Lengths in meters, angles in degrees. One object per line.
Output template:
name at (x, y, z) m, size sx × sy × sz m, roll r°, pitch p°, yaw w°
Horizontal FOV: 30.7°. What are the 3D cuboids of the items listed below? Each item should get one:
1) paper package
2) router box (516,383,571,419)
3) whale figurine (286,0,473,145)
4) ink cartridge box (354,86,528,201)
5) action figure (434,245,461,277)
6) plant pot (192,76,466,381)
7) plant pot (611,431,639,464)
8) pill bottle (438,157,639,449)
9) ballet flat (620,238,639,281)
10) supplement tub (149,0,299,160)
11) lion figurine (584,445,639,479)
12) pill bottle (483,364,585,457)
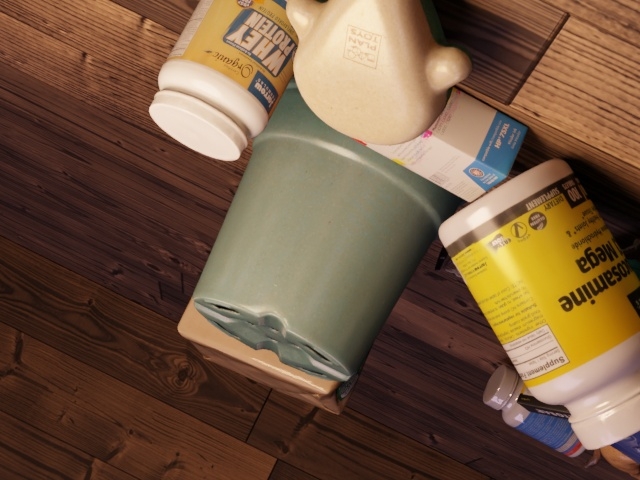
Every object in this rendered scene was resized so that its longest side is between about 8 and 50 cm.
paper package at (-0.040, 0.091, 2.031) m, size 0.309 × 0.325 × 0.168 m, roll 20°, pitch 163°, yaw 17°
router box at (0.456, 0.257, 2.115) m, size 0.046 × 0.133 × 0.179 m, roll 36°, pitch 161°, yaw -31°
whale figurine at (0.071, -0.234, 1.255) m, size 0.216 × 0.141 × 0.272 m, roll 22°, pitch 139°, yaw 16°
ink cartridge box at (0.127, -0.147, 1.471) m, size 0.231 × 0.078 × 0.134 m, roll 28°, pitch 163°, yaw -6°
action figure at (0.324, 0.062, 1.788) m, size 0.285 × 0.099 × 0.185 m, roll 29°, pitch 159°, yaw -19°
plant pot at (0.000, 0.000, 1.669) m, size 0.341 × 0.334 × 0.341 m, roll 25°, pitch 165°, yaw 7°
plant pot at (0.551, 0.209, 1.663) m, size 0.236 × 0.236 × 0.212 m, roll 32°, pitch 157°, yaw -16°
pill bottle at (0.307, 0.081, 1.455) m, size 0.334 × 0.188 × 0.188 m, roll 60°, pitch 164°, yaw 5°
ballet flat at (0.473, 0.051, 1.521) m, size 0.147 × 0.147 × 0.409 m, roll 31°, pitch 166°, yaw -15°
supplement tub at (-0.107, -0.212, 1.412) m, size 0.144 × 0.200 × 0.144 m, roll 24°, pitch 164°, yaw 7°
lion figurine at (0.606, 0.359, 2.012) m, size 0.392 × 0.142 × 0.240 m, roll -13°, pitch 155°, yaw 31°
pill bottle at (0.455, 0.348, 2.416) m, size 0.221 × 0.124 × 0.124 m, roll 28°, pitch 164°, yaw -7°
